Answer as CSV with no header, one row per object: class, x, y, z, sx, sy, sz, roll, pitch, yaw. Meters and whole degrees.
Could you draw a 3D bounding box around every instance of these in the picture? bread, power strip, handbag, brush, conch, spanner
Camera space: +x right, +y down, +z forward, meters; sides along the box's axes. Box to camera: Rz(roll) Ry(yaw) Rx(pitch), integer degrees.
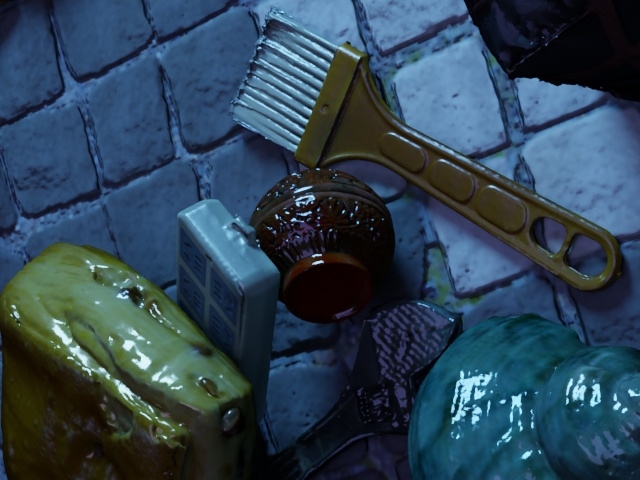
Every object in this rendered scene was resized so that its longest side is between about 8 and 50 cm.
bread,-0.140,0.132,1.314,0.235,0.099,0.210,39,135,38
power strip,-0.064,0.053,1.289,0.081,0.035,0.192,49,152,28
handbag,0.192,-0.180,1.101,0.215,0.169,0.155,-40,69,27
brush,0.069,-0.052,1.274,0.314,0.017,0.090,32,110,28
conch,0.146,0.127,1.154,0.202,0.134,0.196,-25,78,31
spanner,-0.017,0.150,1.324,0.325,0.026,0.093,-42,68,27

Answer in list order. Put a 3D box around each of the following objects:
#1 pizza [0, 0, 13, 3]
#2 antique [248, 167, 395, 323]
pizza,-0.267,-0.211,1.482,0.083,0.025,0.078,7,79,15
antique,0.000,0.000,1.270,0.104,0.104,0.104,0,91,33
